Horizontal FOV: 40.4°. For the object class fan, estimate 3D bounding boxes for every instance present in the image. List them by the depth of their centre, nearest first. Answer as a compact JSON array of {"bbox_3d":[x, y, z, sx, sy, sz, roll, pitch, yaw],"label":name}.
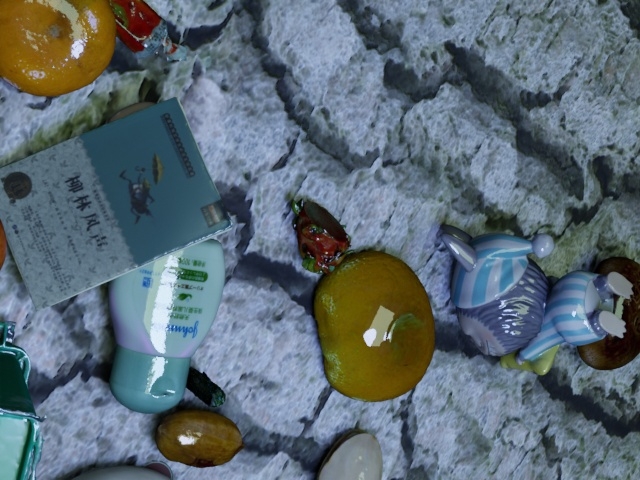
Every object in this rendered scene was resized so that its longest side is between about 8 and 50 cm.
[{"bbox_3d":[-0.358,0.480,1.737,0.133,0.005,0.085,11,92,-30],"label":"fan"}]

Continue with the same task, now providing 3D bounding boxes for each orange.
[{"bbox_3d":[-0.467,-0.365,1.475,0.240,0.171,0.240,-5,112,-12],"label":"orange"},{"bbox_3d":[0.124,0.199,1.885,0.262,0.196,0.334,-9,108,-14],"label":"orange"}]

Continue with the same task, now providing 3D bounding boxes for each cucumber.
[{"bbox_3d":[-0.219,0.278,1.644,0.044,0.256,0.043,16,86,-21],"label":"cucumber"}]

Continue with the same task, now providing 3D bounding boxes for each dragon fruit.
[{"bbox_3d":[0.000,0.000,1.810,0.138,0.142,0.175,-30,137,-58],"label":"dragon fruit"}]

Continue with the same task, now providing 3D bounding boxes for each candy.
[{"bbox_3d":[-0.363,-0.418,1.592,0.292,0.059,0.086,41,73,-27],"label":"candy"}]

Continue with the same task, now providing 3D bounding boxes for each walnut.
[{"bbox_3d":[-0.237,0.397,1.740,0.207,0.116,0.116,17,88,-36],"label":"walnut"}]

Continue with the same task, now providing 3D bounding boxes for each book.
[{"bbox_3d":[-0.376,-0.067,1.542,0.379,0.031,0.264,-24,90,-5],"label":"book"}]

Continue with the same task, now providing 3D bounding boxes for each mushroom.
[{"bbox_3d":[0.747,0.188,2.218,0.278,0.163,0.297,3,96,-30],"label":"mushroom"}]

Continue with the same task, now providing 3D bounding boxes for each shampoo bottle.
[{"bbox_3d":[-0.304,0.153,1.644,0.222,0.151,0.349,11,91,-37],"label":"shampoo bottle"}]

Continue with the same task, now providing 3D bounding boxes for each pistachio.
[{"bbox_3d":[0.063,0.522,1.904,0.144,0.144,0.215,20,81,-29],"label":"pistachio"}]

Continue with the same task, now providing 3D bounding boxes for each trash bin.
[{"bbox_3d":[-0.575,0.287,1.379,0.259,0.381,0.295,14,89,-30],"label":"trash bin"}]

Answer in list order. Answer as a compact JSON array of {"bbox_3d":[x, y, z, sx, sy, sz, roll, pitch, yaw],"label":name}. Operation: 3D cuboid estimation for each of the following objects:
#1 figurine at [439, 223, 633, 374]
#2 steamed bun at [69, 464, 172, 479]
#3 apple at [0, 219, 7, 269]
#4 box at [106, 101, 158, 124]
[{"bbox_3d":[0.414,0.105,1.919,0.377,0.361,0.266,32,59,-22],"label":"figurine"},{"bbox_3d":[-0.378,0.616,1.611,0.374,0.241,0.374,-4,99,-24],"label":"steamed bun"},{"bbox_3d":[-0.638,0.001,1.428,0.235,0.173,0.210,-3,97,-27],"label":"apple"},{"bbox_3d":[-0.318,-0.159,1.631,0.146,0.088,0.200,-30,108,-20],"label":"box"}]
